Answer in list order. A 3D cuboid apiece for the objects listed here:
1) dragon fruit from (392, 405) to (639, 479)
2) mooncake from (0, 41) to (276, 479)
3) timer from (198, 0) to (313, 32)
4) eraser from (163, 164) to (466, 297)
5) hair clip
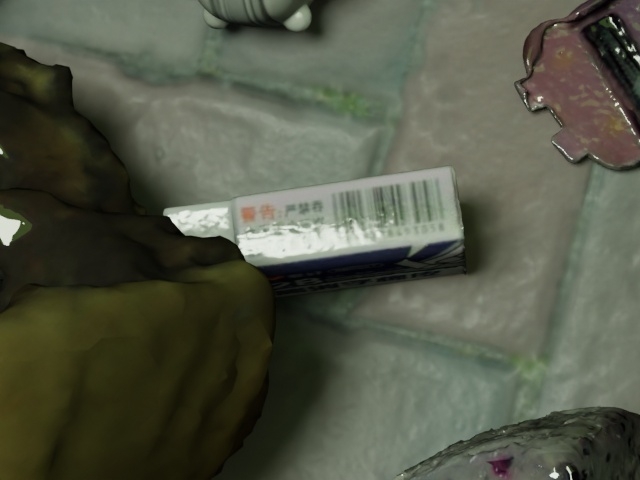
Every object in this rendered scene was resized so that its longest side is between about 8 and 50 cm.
[{"bbox_3d":[0.144,0.258,0.828,0.221,0.204,0.283,-14,84,33],"label":"dragon fruit"},{"bbox_3d":[-0.225,0.023,0.815,0.393,0.246,0.394,-24,78,43],"label":"mooncake"},{"bbox_3d":[-0.045,-0.319,0.945,0.290,0.291,0.315,3,103,6],"label":"timer"},{"bbox_3d":[0.000,0.000,0.920,0.210,0.124,0.068,-7,79,5],"label":"eraser"},{"bbox_3d":[0.239,-0.118,0.961,0.146,0.056,0.187,-34,69,0],"label":"hair clip"}]
